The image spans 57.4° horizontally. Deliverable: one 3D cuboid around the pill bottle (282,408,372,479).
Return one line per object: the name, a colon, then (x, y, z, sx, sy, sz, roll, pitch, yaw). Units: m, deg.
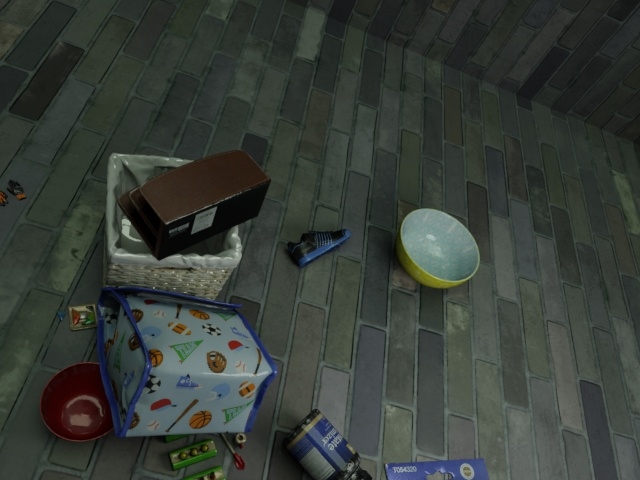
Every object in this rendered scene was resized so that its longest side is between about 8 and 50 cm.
pill bottle: (0.020, 0.540, 1.453, 0.219, 0.123, 0.123, 45, 51, 11)

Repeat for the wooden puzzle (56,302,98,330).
wooden puzzle: (-0.606, 0.193, 1.498, 0.116, 0.014, 0.078, -12, 62, -31)

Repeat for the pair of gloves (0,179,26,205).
pair of gloves: (-0.869, -0.133, 1.622, 0.083, 0.010, 0.074, -29, 71, -38)

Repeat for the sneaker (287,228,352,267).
sneaker: (0.000, 0.000, 1.869, 0.232, 0.081, 0.090, -27, 77, -35)

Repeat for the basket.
basket: (-0.412, -0.019, 1.576, 0.328, 0.266, 0.331, 3, 54, -22)

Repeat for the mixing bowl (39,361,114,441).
mixing bowl: (-0.538, 0.382, 1.333, 0.181, 0.098, 0.181, 12, 51, -15)

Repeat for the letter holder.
letter holder: (-0.314, -0.126, 1.430, 0.302, 0.152, 0.214, -27, 69, -35)

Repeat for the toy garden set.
toy garden set: (-0.272, 0.467, 1.423, 0.204, 0.049, 0.244, -10, 61, -30)

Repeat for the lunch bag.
lunch bag: (-0.333, 0.246, 1.377, 0.328, 0.239, 0.385, 14, 20, -36)

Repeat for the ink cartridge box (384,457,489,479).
ink cartridge box: (0.348, 0.726, 1.501, 0.324, 0.071, 0.330, 4, 56, -21)

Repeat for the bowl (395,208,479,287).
bowl: (0.364, 0.053, 1.945, 0.289, 0.156, 0.289, 12, 52, -16)
